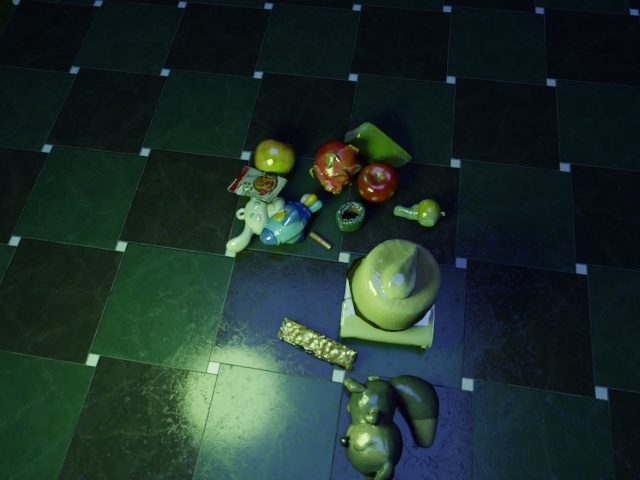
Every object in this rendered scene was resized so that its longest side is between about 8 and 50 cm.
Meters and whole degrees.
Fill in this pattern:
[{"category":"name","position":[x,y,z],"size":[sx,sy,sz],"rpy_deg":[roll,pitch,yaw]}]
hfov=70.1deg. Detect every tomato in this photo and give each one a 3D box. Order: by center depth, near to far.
[{"category":"tomato","position":[0.258,-0.258,2.043],"size":[0.195,0.136,0.195],"rpy_deg":[-2,69,4]}]

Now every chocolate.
[{"category":"chocolate","position":[0.279,0.133,1.635],"size":[0.314,0.297,0.326],"rpy_deg":[-3,58,-8]},{"category":"chocolate","position":[-0.007,0.409,1.811],"size":[0.329,0.065,0.102],"rpy_deg":[23,102,11]}]

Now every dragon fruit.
[{"category":"dragon fruit","position":[0.073,-0.331,2.041],"size":[0.224,0.224,0.227],"rpy_deg":[30,103,14]}]

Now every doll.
[{"category":"doll","position":[0.255,0.668,1.601],"size":[0.379,0.252,0.382],"rpy_deg":[-6,74,0]},{"category":"doll","position":[-0.193,-0.103,1.968],"size":[0.366,0.187,0.376],"rpy_deg":[9,82,13]}]

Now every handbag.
[{"category":"handbag","position":[0.263,0.287,1.804],"size":[0.359,0.160,0.236],"rpy_deg":[6,72,5]}]

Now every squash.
[{"category":"squash","position":[0.258,-0.417,2.167],"size":[0.289,0.203,0.111],"rpy_deg":[36,68,-22]}]

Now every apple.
[{"category":"apple","position":[-0.207,-0.369,2.080],"size":[0.196,0.196,0.196],"rpy_deg":[-1,67,2]}]

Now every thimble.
[{"category":"thimble","position":[0.135,-0.107,2.009],"size":[0.135,0.090,0.118],"rpy_deg":[-19,65,-3]}]

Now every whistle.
[{"category":"whistle","position":[0.435,-0.131,2.004],"size":[0.223,0.123,0.122],"rpy_deg":[7,67,22]}]

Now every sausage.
[{"category":"sausage","position":[0.000,0.000,2.005],"size":[0.116,0.026,0.026],"rpy_deg":[36,73,16]}]

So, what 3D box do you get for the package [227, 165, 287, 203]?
[{"category":"package","position":[-0.276,-0.241,1.982],"size":[0.239,0.030,0.154],"rpy_deg":[19,62,27]}]
